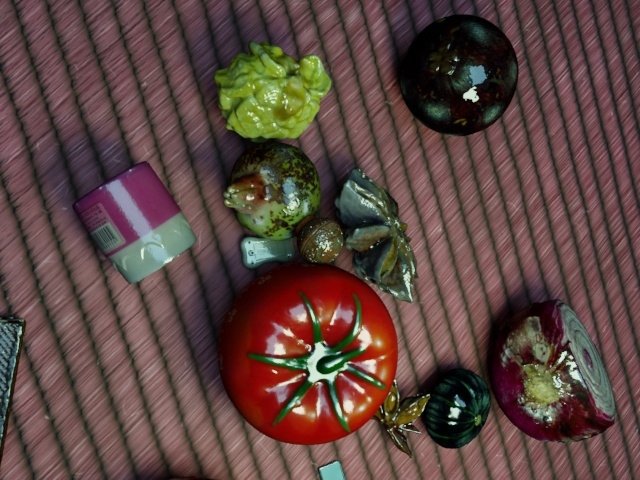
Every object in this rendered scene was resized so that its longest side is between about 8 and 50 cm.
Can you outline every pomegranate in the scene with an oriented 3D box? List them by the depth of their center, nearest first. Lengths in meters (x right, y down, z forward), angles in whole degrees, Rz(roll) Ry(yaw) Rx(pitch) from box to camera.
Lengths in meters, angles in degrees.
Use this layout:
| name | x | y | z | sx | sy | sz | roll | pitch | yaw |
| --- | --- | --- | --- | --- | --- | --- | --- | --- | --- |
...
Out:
| name | x | y | z | sx | sy | sz | roll | pitch | yaw |
| --- | --- | --- | --- | --- | --- | --- | --- | --- | --- |
| pomegranate | -0.118 | -0.104 | 1.322 | 0.248 | 0.214 | 0.214 | -11 | 95 | -53 |

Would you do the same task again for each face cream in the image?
| name | x | y | z | sx | sy | sz | roll | pitch | yaw |
| --- | --- | --- | --- | --- | --- | --- | --- | --- | --- |
| face cream | -0.368 | -0.035 | 1.263 | 0.175 | 0.175 | 0.195 | -35 | 102 | -16 |

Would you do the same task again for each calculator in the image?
| name | x | y | z | sx | sy | sz | roll | pitch | yaw |
| --- | --- | --- | --- | --- | --- | --- | --- | --- | --- |
| calculator | 0.043 | 0.609 | 1.491 | 0.057 | 0.018 | 0.172 | -18 | 96 | -19 |

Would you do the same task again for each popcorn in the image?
| name | x | y | z | sx | sy | sz | roll | pitch | yaw |
| --- | --- | --- | --- | --- | --- | --- | --- | --- | --- |
| popcorn | -0.105 | -0.316 | 1.327 | 0.235 | 0.217 | 0.181 | 31 | 43 | -43 |

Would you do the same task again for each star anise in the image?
| name | x | y | z | sx | sy | sz | roll | pitch | yaw |
| --- | --- | --- | --- | --- | --- | --- | --- | --- | --- |
| star anise | 0.125 | -0.010 | 1.410 | 0.118 | 0.332 | 0.331 | -22 | 99 | 19 |
| star anise | 0.180 | 0.397 | 1.482 | 0.212 | 0.053 | 0.157 | 42 | 111 | 10 |

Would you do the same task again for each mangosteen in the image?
| name | x | y | z | sx | sy | sz | roll | pitch | yaw |
| --- | --- | --- | --- | --- | --- | --- | --- | --- | --- |
| mangosteen | 0.327 | -0.379 | 1.468 | 0.288 | 0.288 | 0.288 | 0 | 90 | -19 |

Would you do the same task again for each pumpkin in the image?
| name | x | y | z | sx | sy | sz | roll | pitch | yaw |
| --- | --- | --- | --- | --- | --- | --- | --- | --- | --- |
| pumpkin | 0.332 | 0.406 | 1.522 | 0.194 | 0.150 | 0.194 | -4 | 103 | -18 |

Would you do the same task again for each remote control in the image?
| name | x | y | z | sx | sy | sz | roll | pitch | yaw |
| --- | --- | --- | --- | --- | --- | --- | --- | --- | --- |
| remote control | -0.120 | 0.020 | 1.424 | 0.122 | 0.032 | 0.074 | -9 | 93 | -18 |

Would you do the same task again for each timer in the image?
| name | x | y | z | sx | sy | sz | roll | pitch | yaw |
| --- | --- | --- | --- | --- | --- | --- | --- | --- | --- |
| timer | -0.027 | 0.233 | 1.330 | 0.378 | 0.279 | 0.378 | -1 | 94 | -18 |

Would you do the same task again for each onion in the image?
| name | x | y | z | sx | sy | sz | roll | pitch | yaw |
| --- | --- | --- | --- | --- | --- | --- | --- | --- | --- |
| onion | 0.545 | 0.325 | 1.544 | 0.282 | 0.260 | 0.336 | -26 | 89 | -56 |

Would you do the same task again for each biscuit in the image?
| name | x | y | z | sx | sy | sz | roll | pitch | yaw |
| --- | --- | --- | --- | --- | --- | --- | --- | --- | --- |
| biscuit | -0.661 | 0.337 | 1.218 | 0.107 | 0.073 | 0.388 | 10 | 87 | -18 |

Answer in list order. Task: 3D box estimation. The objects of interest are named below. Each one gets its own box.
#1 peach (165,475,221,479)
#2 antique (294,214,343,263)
| name | x | y | z | sx | sy | sz | roll | pitch | yaw |
| --- | --- | --- | --- | --- | --- | --- | --- | --- | --- |
| peach | -0.248 | 0.649 | 1.222 | 0.370 | 0.370 | 0.370 | 0 | 90 | -19 |
| antique | 0.000 | 0.000 | 1.294 | 0.104 | 0.104 | 0.104 | 0 | 90 | -19 |
